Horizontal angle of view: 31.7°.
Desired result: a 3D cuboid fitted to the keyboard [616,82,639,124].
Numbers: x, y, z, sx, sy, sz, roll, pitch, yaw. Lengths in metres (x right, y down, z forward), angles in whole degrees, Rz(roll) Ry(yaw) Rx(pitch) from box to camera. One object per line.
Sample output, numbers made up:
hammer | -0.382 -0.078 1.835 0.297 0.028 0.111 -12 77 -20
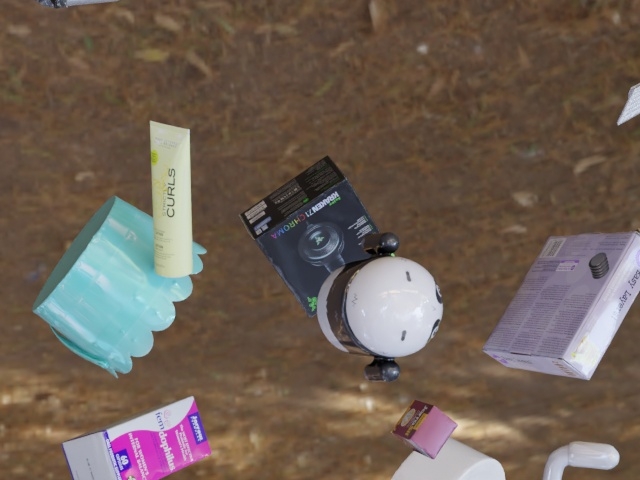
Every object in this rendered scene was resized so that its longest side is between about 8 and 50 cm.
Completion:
keyboard | 0.591 -0.263 2.023 0.256 0.014 0.072 -27 138 -51

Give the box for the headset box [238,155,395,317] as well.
headset box | 0.000 0.000 2.537 0.246 0.131 0.283 -33 125 -1

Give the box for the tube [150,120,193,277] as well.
tube | -0.234 -0.063 1.759 0.070 0.062 0.240 2 108 1

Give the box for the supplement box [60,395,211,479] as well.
supplement box | -0.307 0.351 1.906 0.114 0.111 0.220 -21 177 36

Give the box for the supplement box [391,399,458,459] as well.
supplement box | 0.130 0.238 1.425 0.043 0.055 0.083 40 169 -9

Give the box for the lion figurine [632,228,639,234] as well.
lion figurine | 0.749 -0.001 2.112 0.240 0.142 0.392 32 164 -14

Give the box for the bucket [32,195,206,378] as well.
bucket | -0.346 0.072 1.916 0.183 0.281 0.281 37 136 -15

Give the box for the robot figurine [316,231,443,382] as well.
robot figurine | 0.099 0.114 1.914 0.173 0.209 0.278 -40 -172 -17

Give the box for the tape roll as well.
tape roll | 0.193 0.474 1.878 0.100 0.286 0.286 21 171 33

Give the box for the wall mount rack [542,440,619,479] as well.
wall mount rack | 0.262 0.208 0.620 0.304 0.130 0.350 13 -176 15

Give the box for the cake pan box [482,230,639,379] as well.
cake pan box | 0.406 0.104 1.871 0.070 0.246 0.267 39 164 -16

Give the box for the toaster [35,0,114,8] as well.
toaster | -0.357 -0.429 1.639 0.146 0.227 0.129 -12 148 -37
